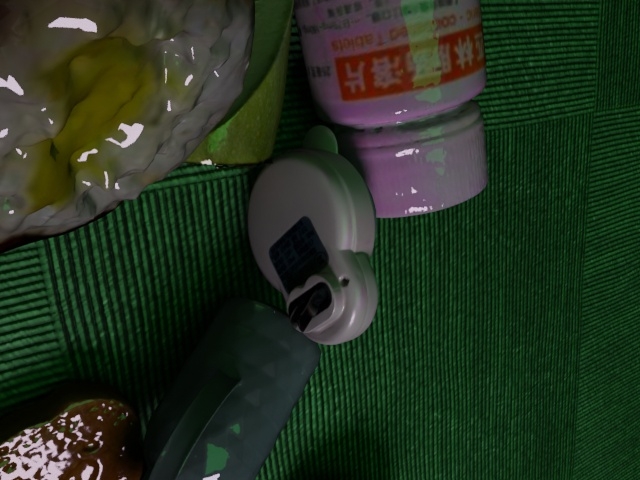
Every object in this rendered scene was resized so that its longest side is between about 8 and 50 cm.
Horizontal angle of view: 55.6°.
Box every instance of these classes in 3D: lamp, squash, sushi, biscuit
[{"bbox_3d":[0.002,0.001,0.716,0.108,0.179,0.246,-3,64,-37],"label":"lamp"},{"bbox_3d":[-0.123,-0.214,0.622,0.189,0.189,0.260,-3,108,-34],"label":"squash"},{"bbox_3d":[-0.237,-0.163,0.444,0.299,0.281,0.294,-45,81,13],"label":"sushi"},{"bbox_3d":[-0.322,0.344,0.693,0.359,0.074,0.381,31,81,-37],"label":"biscuit"}]

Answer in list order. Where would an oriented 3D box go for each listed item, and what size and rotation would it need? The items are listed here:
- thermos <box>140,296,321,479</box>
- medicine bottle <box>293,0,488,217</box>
[{"bbox_3d":[-0.118,0.206,0.691,0.182,0.145,0.286,100,16,-55],"label":"thermos"},{"bbox_3d":[0.084,-0.239,0.736,0.219,0.219,0.388,-23,114,-28],"label":"medicine bottle"}]
